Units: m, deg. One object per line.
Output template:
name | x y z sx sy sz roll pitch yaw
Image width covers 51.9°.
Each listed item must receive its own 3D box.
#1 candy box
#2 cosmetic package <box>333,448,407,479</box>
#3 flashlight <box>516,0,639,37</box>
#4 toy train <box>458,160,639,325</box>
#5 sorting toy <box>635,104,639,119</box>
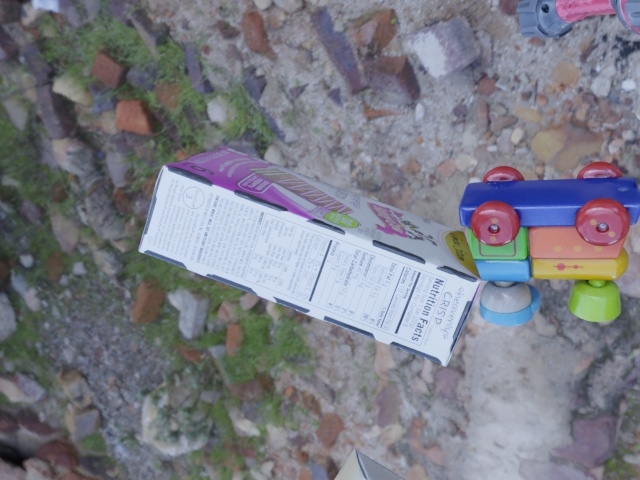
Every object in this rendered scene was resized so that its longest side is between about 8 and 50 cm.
candy box | 0.000 0.000 0.521 0.233 0.159 0.071 21 105 2
cosmetic package | 0.012 0.172 0.328 0.060 0.041 0.115 34 90 -7
flashlight | 0.363 -0.305 0.854 0.103 0.304 0.103 -8 104 -15
toy train | 0.258 0.011 0.597 0.247 0.105 0.144 0 118 21
sorting toy | 0.779 -0.253 1.202 0.307 0.041 0.229 37 114 20
